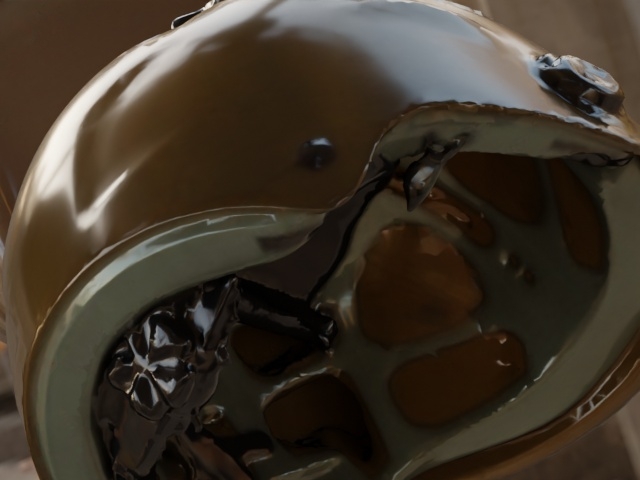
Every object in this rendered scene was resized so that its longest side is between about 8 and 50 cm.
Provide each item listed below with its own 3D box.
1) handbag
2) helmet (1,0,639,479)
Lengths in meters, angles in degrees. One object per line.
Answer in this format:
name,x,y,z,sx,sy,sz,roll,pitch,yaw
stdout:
handbag,-0.130,-0.103,1.225,0.302,0.283,0.149,-32,2,-21
helmet,0.000,0.000,0.587,0.224,0.130,0.198,-1,-43,-42
